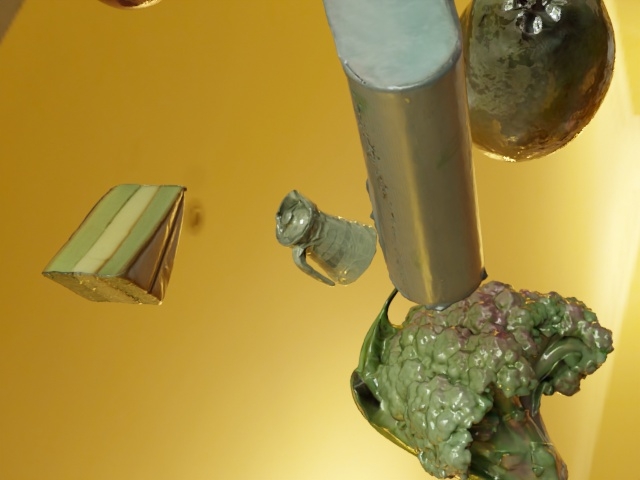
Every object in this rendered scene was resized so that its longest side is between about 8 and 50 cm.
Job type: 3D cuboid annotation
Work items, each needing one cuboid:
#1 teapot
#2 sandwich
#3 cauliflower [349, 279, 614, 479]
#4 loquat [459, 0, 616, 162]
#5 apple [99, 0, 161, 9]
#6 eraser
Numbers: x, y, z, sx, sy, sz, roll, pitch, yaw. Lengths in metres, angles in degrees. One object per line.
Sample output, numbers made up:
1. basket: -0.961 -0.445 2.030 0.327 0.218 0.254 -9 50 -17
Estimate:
1. teapot: 0.000 0.000 0.866 0.083 0.057 0.067 31 -122 -32
2. sandwich: -0.257 -0.016 1.358 0.144 0.117 0.187 62 -147 -64
3. cauliflower: 0.166 0.175 1.041 0.239 0.256 0.315 -38 -82 -34
4. loquat: 0.218 -0.188 1.106 0.227 0.179 0.179 100 -163 -47
5. apple: -0.194 -0.313 1.097 0.120 0.153 0.153 42 -121 -70
6. eraser: 0.059 -0.084 0.730 0.227 0.081 0.174 75 -178 -52
